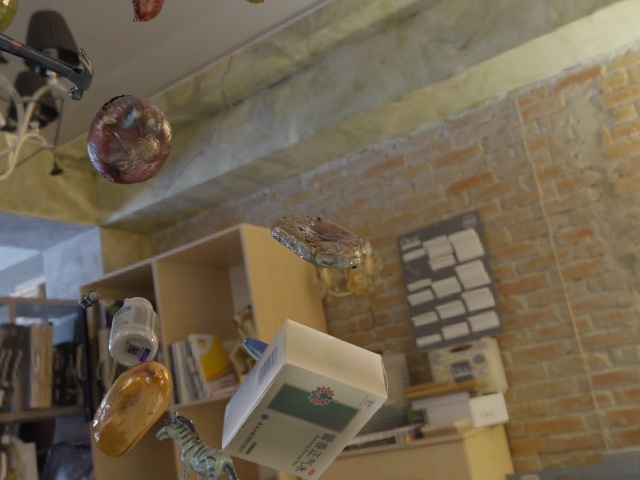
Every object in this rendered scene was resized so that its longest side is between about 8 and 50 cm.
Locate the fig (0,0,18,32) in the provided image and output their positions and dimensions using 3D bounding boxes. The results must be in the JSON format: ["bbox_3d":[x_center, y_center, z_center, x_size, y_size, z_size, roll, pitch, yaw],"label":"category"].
[{"bbox_3d":[-0.939,-0.659,1.759,0.239,0.239,0.271,-6,7,-16],"label":"fig"}]

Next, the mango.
[{"bbox_3d":[-0.503,0.455,1.745,0.359,0.144,0.187,-56,-21,24],"label":"mango"}]

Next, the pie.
[{"bbox_3d":[0.000,0.000,1.282,0.195,0.046,0.195,16,19,-6],"label":"pie"}]

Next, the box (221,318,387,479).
[{"bbox_3d":[-0.026,0.242,0.979,0.168,0.095,0.212,22,-60,-19],"label":"box"}]

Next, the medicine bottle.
[{"bbox_3d":[-0.541,0.258,1.931,0.135,0.135,0.215,-8,28,-8],"label":"medicine bottle"}]

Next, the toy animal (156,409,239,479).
[{"bbox_3d":[-0.255,0.471,1.424,0.217,0.176,0.073,4,5,34],"label":"toy animal"}]

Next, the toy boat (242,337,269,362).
[{"bbox_3d":[-0.090,0.306,1.551,0.295,0.088,0.129,30,-6,39],"label":"toy boat"}]

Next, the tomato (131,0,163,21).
[{"bbox_3d":[-0.383,-0.610,1.504,0.101,0.228,0.228,-1,-16,-20],"label":"tomato"}]

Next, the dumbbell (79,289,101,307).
[{"bbox_3d":[-0.612,0.155,1.750,0.040,0.036,0.083,-10,-9,-36],"label":"dumbbell"}]

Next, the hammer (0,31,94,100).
[{"bbox_3d":[-0.652,-0.422,1.482,0.290,0.037,0.137,23,-42,-32],"label":"hammer"}]

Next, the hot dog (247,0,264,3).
[{"bbox_3d":[-0.185,-0.653,1.622,0.076,0.104,0.250,3,3,4],"label":"hot dog"}]

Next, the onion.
[{"bbox_3d":[-0.524,-0.276,1.799,0.190,0.246,0.246,25,-1,22],"label":"onion"}]
